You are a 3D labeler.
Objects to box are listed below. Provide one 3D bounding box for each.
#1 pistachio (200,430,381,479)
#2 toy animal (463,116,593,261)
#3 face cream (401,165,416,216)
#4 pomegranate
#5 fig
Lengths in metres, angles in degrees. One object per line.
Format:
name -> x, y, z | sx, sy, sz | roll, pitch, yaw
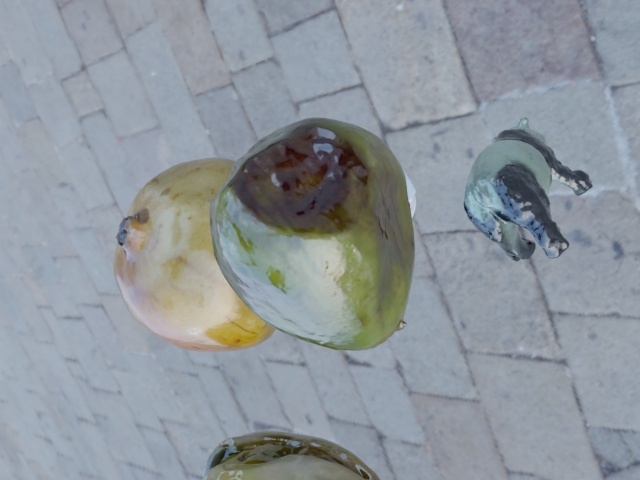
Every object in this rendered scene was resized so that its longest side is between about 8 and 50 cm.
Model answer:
pistachio -> -0.026, 0.366, 1.147 | 0.288, 0.166, 0.197 | 18, 102, 2
toy animal -> 0.221, -0.063, 0.933 | 0.121, 0.225, 0.094 | 48, 129, -7
face cream -> 0.072, -0.036, 1.149 | 0.102, 0.102, 0.345 | 53, 175, 9
pomegranate -> -0.148, 0.017, 1.124 | 0.264, 0.264, 0.264 | 31, 136, 35
fig -> 0.000, 0.000, 0.595 | 0.165, 0.144, 0.154 | 65, 176, -19
